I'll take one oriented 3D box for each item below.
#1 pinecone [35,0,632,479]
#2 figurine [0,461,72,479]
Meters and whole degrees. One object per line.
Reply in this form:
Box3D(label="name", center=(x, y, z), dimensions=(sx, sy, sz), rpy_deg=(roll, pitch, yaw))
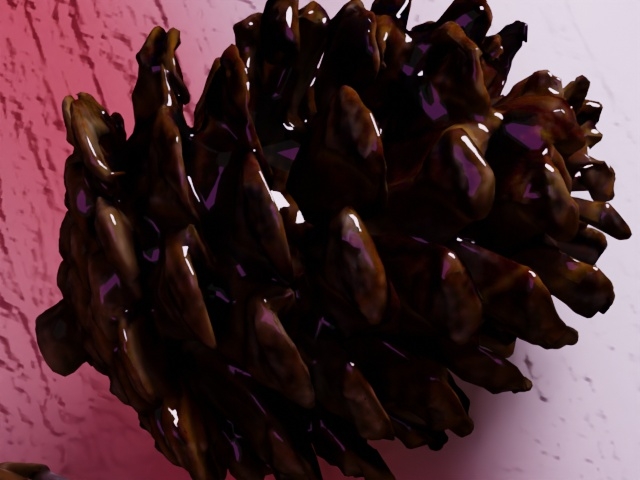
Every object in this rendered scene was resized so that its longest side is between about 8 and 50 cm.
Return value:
Box3D(label="pinecone", center=(0.000, 0.000, 0.847), dimensions=(0.272, 0.224, 0.224), rpy_deg=(-16, 72, 6))
Box3D(label="figurine", center=(-0.184, 0.225, 0.925), dimensions=(0.194, 0.133, 0.274), rpy_deg=(35, 102, 42))
